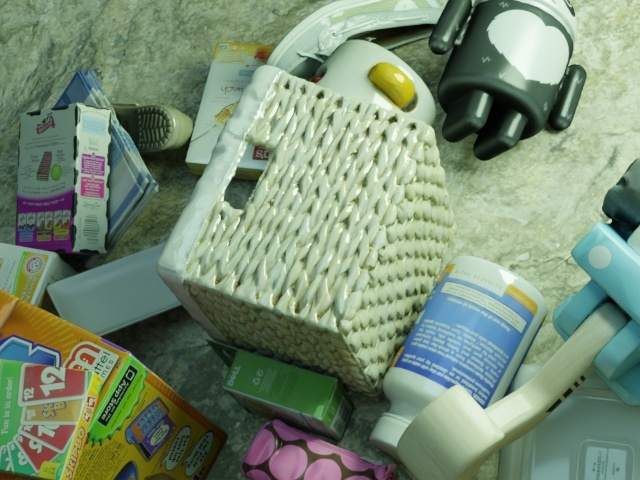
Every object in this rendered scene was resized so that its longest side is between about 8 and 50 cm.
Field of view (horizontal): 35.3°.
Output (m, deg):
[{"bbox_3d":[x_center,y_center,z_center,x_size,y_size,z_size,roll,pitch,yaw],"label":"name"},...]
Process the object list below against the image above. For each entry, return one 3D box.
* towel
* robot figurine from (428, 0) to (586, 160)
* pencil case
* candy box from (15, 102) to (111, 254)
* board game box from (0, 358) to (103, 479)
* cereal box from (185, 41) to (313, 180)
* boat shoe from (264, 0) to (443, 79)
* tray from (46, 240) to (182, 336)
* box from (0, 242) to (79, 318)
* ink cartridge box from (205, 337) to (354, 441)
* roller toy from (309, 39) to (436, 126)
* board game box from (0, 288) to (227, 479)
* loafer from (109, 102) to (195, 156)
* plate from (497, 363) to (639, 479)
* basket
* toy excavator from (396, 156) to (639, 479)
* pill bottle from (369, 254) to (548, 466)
[{"bbox_3d":[-0.377,-0.118,1.646,0.209,0.034,0.285,-49,59,26],"label":"towel"},{"bbox_3d":[0.279,-0.261,1.499,0.173,0.209,0.278,10,67,35],"label":"robot figurine"},{"bbox_3d":[-0.002,0.309,1.342,0.209,0.095,0.098,17,101,23],"label":"pencil case"},{"bbox_3d":[-0.410,-0.092,1.603,0.159,0.071,0.233,-1,86,40],"label":"candy box"},{"bbox_3d":[-0.381,0.193,1.131,0.259,0.039,0.124,4,65,19],"label":"board game box"},{"bbox_3d":[-0.111,-0.213,1.654,0.173,0.047,0.240,6,65,10],"label":"cereal box"},{"bbox_3d":[0.057,-0.323,1.616,0.320,0.118,0.103,-28,76,-19],"label":"boat shoe"},{"bbox_3d":[-0.262,0.072,1.519,0.270,0.030,0.145,-21,42,-19],"label":"tray"},{"bbox_3d":[-0.495,0.071,1.592,0.203,0.114,0.103,9,67,20],"label":"box"},{"bbox_3d":[-0.067,0.209,1.399,0.209,0.109,0.062,14,68,22],"label":"ink cartridge box"},{"bbox_3d":[0.070,-0.202,1.517,0.191,0.209,0.146,29,74,33],"label":"roller toy"},{"bbox_3d":[-0.402,0.293,1.310,0.356,0.356,0.356,21,71,24],"label":"board game box"},{"bbox_3d":[-0.316,-0.180,1.684,0.268,0.092,0.102,9,92,37],"label":"loafer"},{"bbox_3d":[0.360,0.292,1.269,0.278,0.045,0.277,4,64,17],"label":"plate"},{"bbox_3d":[0.000,0.000,1.361,0.266,0.331,0.328,17,70,21],"label":"basket"},{"bbox_3d":[0.339,0.125,1.207,0.222,0.433,0.445,47,112,26],"label":"toy excavator"},{"bbox_3d":[0.175,0.169,1.323,0.152,0.152,0.272,24,72,25],"label":"pill bottle"}]
